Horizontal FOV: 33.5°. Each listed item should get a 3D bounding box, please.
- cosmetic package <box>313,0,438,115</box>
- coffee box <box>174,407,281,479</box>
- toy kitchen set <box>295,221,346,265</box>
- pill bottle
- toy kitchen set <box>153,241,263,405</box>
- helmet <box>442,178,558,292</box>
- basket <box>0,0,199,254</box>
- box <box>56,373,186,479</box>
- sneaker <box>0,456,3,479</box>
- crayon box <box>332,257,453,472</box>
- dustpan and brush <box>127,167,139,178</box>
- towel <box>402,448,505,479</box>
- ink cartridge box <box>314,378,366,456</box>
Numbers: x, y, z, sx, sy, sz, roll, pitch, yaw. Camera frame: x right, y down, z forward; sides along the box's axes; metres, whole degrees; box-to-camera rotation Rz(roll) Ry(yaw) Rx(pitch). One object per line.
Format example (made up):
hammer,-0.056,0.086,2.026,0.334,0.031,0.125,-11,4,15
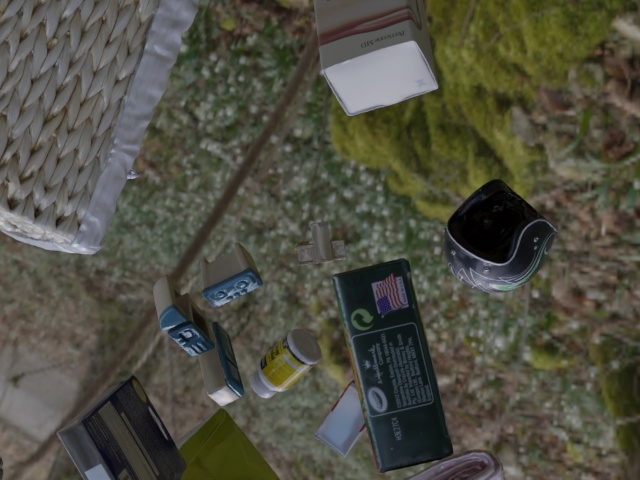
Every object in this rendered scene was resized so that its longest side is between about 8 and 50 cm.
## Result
cosmetic package,0.074,-0.359,1.619,0.153,0.296,0.129,-16,149,15
coffee box,-0.209,0.508,1.508,0.334,0.338,0.337,-39,89,22
toy kitchen set,0.000,0.000,1.827,0.083,0.068,0.075,-8,-174,5
pill bottle,-0.057,0.196,1.664,0.065,0.065,0.116,31,120,-24
toy kitchen set,-0.133,0.127,1.589,0.166,0.122,0.207,-25,143,9
helmet,0.276,0.004,1.678,0.169,0.169,0.161,36,100,-29
basket,-0.353,-0.186,1.189,0.266,0.331,0.328,25,171,-30
box,-0.214,0.235,1.184,0.036,0.225,0.136,-29,93,7
sneaker,-0.657,0.331,1.810,0.115,0.105,0.281,-40,95,13
crayon box,0.073,0.127,1.187,0.081,0.202,0.318,-13,177,1
dustpan and brush,-0.369,-0.131,1.627,0.211,0.147,0.060,10,141,29
towel,0.044,0.353,1.120,0.317,0.053,0.332,-19,144,-6
ink cartridge box,0.051,0.253,1.572,0.056,0.099,0.135,34,-173,9
